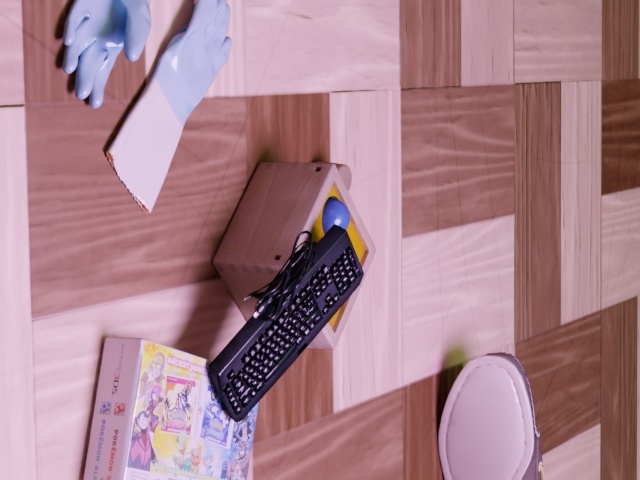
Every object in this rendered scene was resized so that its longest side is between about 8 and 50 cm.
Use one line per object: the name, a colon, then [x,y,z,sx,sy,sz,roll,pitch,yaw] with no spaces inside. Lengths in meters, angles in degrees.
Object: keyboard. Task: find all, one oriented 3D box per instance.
keyboard: [-0.024,0.070,1.551,0.192,0.038,0.100,-50,134,-25]

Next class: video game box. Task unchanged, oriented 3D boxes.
video game box: [-0.128,0.191,1.509,0.205,0.048,0.187,27,70,-60]

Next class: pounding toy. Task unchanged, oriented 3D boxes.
pounding toy: [0.005,0.002,1.693,0.181,0.094,0.206,62,41,-43]

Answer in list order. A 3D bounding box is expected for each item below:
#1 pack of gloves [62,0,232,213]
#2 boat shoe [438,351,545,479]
pack of gloves: [-0.129,-0.172,1.482,0.195,0.046,0.232,59,43,-44]
boat shoe: [0.212,0.274,2.081,0.096,0.116,0.324,-35,126,-57]
